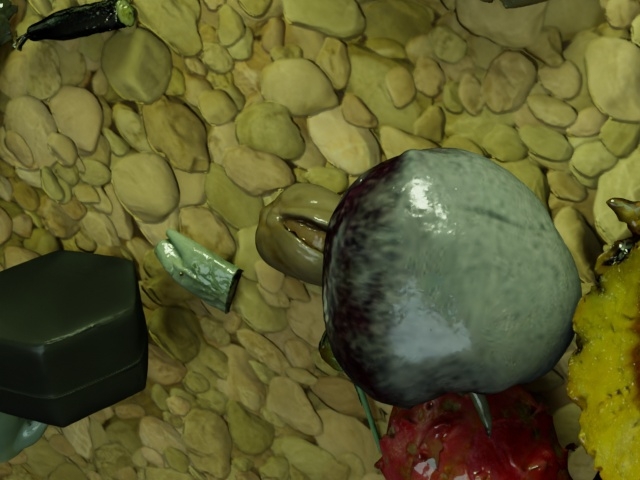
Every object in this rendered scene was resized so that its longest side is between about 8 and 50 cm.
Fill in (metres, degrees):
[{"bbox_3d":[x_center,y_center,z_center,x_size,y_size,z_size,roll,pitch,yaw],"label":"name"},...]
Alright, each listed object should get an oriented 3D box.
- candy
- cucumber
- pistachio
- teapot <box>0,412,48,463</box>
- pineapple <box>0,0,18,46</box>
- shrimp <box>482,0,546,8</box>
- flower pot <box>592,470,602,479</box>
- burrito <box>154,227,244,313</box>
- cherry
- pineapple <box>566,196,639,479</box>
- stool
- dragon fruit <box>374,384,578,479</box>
[{"bbox_3d":[0.048,0.185,1.327,0.061,0.061,0.202,0,126,27],"label":"candy"},{"bbox_3d":[-0.284,-0.245,1.246,0.163,0.043,0.039,-3,159,32],"label":"cucumber"},{"bbox_3d":[0.000,0.000,1.204,0.149,0.113,0.113,31,128,-1],"label":"pistachio"},{"bbox_3d":[-0.483,0.223,1.561,0.232,0.159,0.159,28,128,-1],"label":"teapot"},{"bbox_3d":[-0.490,-0.162,1.318,0.202,0.202,0.362,39,115,1],"label":"pineapple"},{"bbox_3d":[0.109,-0.311,0.992,0.294,0.062,0.154,20,113,13],"label":"shrimp"},{"bbox_3d":[0.383,0.309,1.104,0.266,0.266,0.267,25,138,13],"label":"flower pot"},{"bbox_3d":[-0.152,0.037,1.340,0.118,0.044,0.074,30,131,4],"label":"burrito"},{"bbox_3d":[0.127,0.050,1.084,0.255,0.218,0.296,-13,98,12],"label":"cherry"},{"bbox_3d":[0.319,0.106,0.996,0.161,0.158,0.335,-24,64,59],"label":"pineapple"},{"bbox_3d":[-0.327,0.119,1.372,0.232,0.232,0.141,10,123,22],"label":"stool"},{"bbox_3d":[0.159,0.227,1.199,0.210,0.205,0.268,-45,56,54],"label":"dragon fruit"}]
